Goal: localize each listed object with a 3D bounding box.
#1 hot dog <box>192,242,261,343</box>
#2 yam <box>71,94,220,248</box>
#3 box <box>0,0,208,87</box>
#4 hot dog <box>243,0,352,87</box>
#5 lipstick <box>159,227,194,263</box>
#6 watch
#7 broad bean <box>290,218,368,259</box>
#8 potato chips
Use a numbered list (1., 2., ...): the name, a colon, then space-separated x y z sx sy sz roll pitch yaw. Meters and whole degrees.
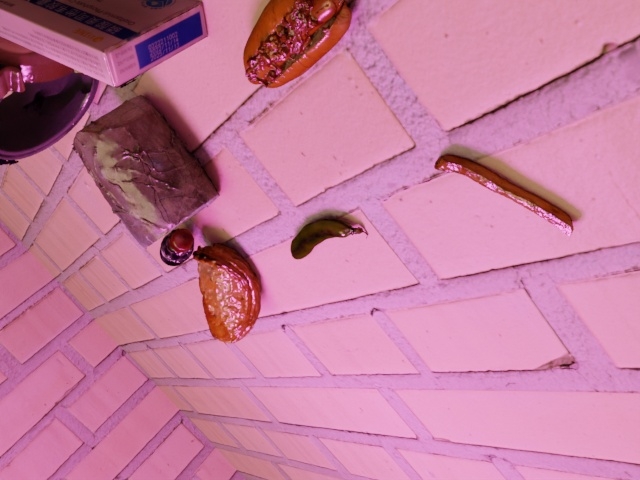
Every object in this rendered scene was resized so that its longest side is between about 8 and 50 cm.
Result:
1. hot dog: -0.228 0.127 1.446 0.175 0.114 0.258 17 125 39
2. yam: -0.351 -0.146 1.203 0.202 0.202 0.271 -27 106 41
3. box: -0.378 -0.365 0.958 0.344 0.200 0.065 26 141 25
4. hot dog: -0.044 -0.279 0.804 0.102 0.076 0.249 54 148 -11
5. lipstick: -0.348 0.014 1.429 0.081 0.081 0.300 47 161 -6
6. watch: -0.624 -0.318 1.162 0.314 0.335 0.326 40 139 5
7. broad bean: -0.003 -0.004 1.116 0.069 0.039 0.227 48 148 -18
8. potato chips: 0.244 -0.067 0.782 0.204 0.026 0.037 30 149 19
